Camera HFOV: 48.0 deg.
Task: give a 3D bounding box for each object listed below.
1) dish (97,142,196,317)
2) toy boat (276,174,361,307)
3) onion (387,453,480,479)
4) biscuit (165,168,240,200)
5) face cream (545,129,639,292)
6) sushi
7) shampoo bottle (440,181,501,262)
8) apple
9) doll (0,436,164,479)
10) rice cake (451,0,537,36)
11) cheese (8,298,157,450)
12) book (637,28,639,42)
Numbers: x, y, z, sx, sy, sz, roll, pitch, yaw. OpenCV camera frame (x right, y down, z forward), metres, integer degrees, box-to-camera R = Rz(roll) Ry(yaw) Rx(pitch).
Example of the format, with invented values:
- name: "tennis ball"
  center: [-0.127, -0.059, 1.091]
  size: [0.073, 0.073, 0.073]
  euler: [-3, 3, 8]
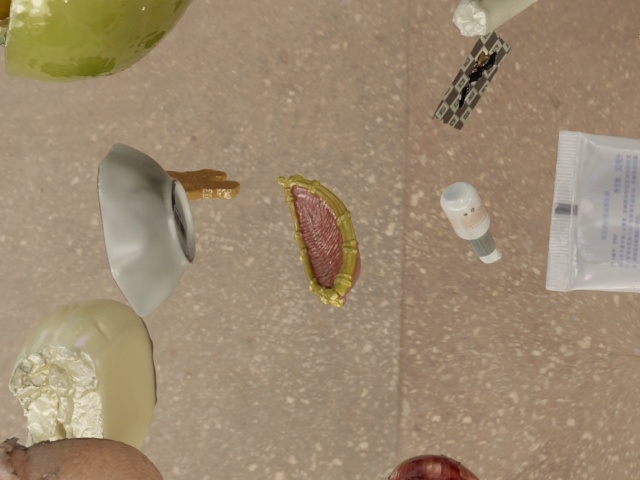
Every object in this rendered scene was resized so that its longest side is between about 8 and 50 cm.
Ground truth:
- name: "dish"
  center: [-0.175, -0.016, 0.773]
  size: [0.066, 0.191, 0.191]
  euler: [-9, 77, 2]
- name: "toy boat"
  center: [0.005, 0.000, 1.226]
  size: [0.141, 0.099, 0.318]
  euler: [-56, 37, 27]
- name: "onion"
  center: [0.134, 0.309, 0.837]
  size: [0.131, 0.131, 0.131]
  euler: [-4, 80, 24]
- name: "biscuit"
  center: [-0.292, -0.118, 1.537]
  size: [0.144, 0.236, 0.040]
  euler: [29, 120, 51]
- name: "face cream"
  center: [0.535, -0.027, 0.982]
  size: [0.420, 0.137, 0.235]
  euler: [5, 90, 18]
- name: "sushi"
  center: [0.289, -0.320, 1.425]
  size: [0.031, 0.139, 0.201]
  euler: [39, 105, 30]
- name: "shampoo bottle"
  center: [0.301, -0.030, 1.425]
  size: [0.074, 0.192, 0.074]
  euler: [-22, 39, 18]
- name: "apple"
  center: [-0.230, -0.273, 0.592]
  size: [0.292, 0.292, 0.254]
  euler: [35, 120, 26]
- name: "doll"
  center: [-0.186, 0.309, 0.602]
  size: [0.156, 0.201, 0.303]
  euler: [-43, 51, 10]
- name: "rice cake"
  center: [0.275, -0.354, 1.018]
  size: [0.052, 0.057, 0.256]
  euler: [32, 51, 27]
- name: "cheese"
  center: [-0.318, 0.212, 0.972]
  size: [0.127, 0.233, 0.266]
  euler: [5, 112, 11]
- name: "book"
  center: [0.375, -0.124, 0.629]
  size: [0.161, 0.231, 0.026]
  euler: [26, 92, 34]
